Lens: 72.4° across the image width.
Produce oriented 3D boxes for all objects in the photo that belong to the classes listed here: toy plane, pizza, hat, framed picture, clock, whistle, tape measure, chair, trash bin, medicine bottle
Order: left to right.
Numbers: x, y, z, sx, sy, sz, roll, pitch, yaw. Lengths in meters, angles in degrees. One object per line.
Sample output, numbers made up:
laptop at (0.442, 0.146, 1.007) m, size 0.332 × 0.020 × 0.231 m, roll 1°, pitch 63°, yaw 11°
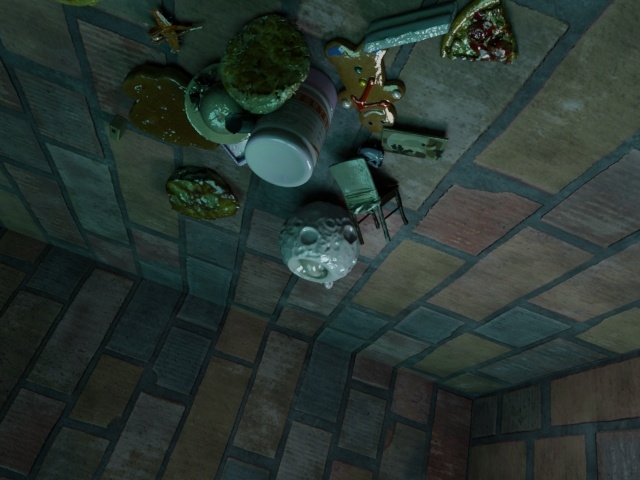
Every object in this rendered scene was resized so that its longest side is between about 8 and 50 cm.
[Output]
trash bin at (-0.800, -0.442, 1.728) m, size 0.042 × 0.061 × 0.092 m, roll 26°, pitch 151°, yaw -14°
toy plane at (-0.420, -0.613, 1.271) m, size 0.188 × 0.062 × 0.135 m, roll -7°, pitch 143°, yaw 13°
hat at (-0.291, -0.402, 1.339) m, size 0.256 × 0.130 × 0.258 m, roll -4°, pitch 119°, yaw -8°
clock at (-0.277, -0.369, 1.498) m, size 0.144 × 0.073 × 0.193 m, roll -30°, pitch 133°, yaw 8°
whistle at (-0.188, -0.361, 1.353) m, size 0.062 × 0.312 × 0.062 m, roll 5°, pitch 105°, yaw 20°
medicine bottle at (-0.079, -0.336, 1.276) m, size 0.202 × 0.316 × 0.202 m, roll 12°, pitch 148°, yaw 7°
chair at (0.176, -0.161, 1.573) m, size 0.160 × 0.186 × 0.319 m, roll -7°, pitch 112°, yaw 42°
tape measure at (0.170, -0.288, 1.468) m, size 0.091 × 0.054 × 0.094 m, roll 20°, pitch 167°, yaw 8°
framed picture at (0.295, -0.304, 1.395) m, size 0.200 × 0.010 × 0.136 m, roll 12°, pitch 164°, yaw 9°
pizza at (0.403, -0.483, 1.046) m, size 0.193 × 0.053 × 0.201 m, roll 22°, pitch 149°, yaw -7°

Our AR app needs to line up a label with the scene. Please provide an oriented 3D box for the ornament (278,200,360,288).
ornament at (0.000, 0.000, 1.778) m, size 0.336 × 0.337 × 0.337 m, roll 13°, pitch 149°, yaw 8°

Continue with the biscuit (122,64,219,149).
biscuit at (-0.520, -0.456, 1.547) m, size 0.380 × 0.074 × 0.359 m, roll 4°, pitch 146°, yaw 24°

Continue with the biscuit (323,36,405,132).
biscuit at (0.140, -0.435, 1.269) m, size 0.205 × 0.049 × 0.324 m, roll 3°, pitch 148°, yaw 22°

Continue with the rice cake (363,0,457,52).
rice cake at (0.213, -0.517, 1.063) m, size 0.226 × 0.085 × 0.040 m, roll -1°, pitch 152°, yaw 28°

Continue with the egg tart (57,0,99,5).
egg tart at (-0.662, -0.753, 1.099) m, size 0.318 × 0.128 × 0.319 m, roll 13°, pitch 151°, yaw 7°

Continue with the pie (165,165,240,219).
pie at (-0.522, -0.194, 1.936) m, size 0.354 × 0.103 × 0.288 m, roll 1°, pitch 145°, yaw 19°

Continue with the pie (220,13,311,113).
pie at (-0.152, -0.470, 1.173) m, size 0.273 × 0.275 × 0.055 m, roll 3°, pitch 175°, yaw 23°
